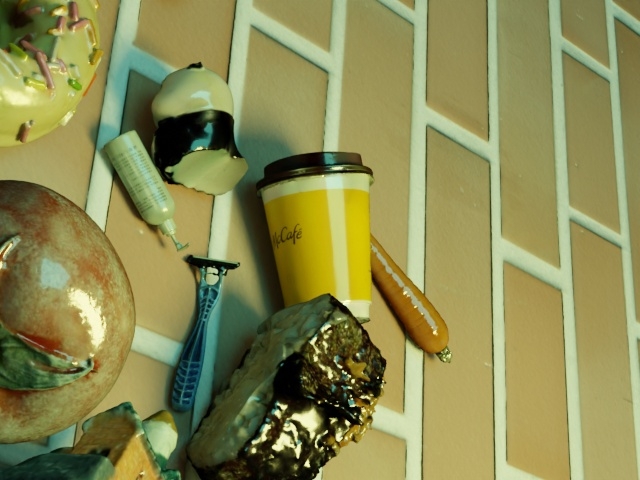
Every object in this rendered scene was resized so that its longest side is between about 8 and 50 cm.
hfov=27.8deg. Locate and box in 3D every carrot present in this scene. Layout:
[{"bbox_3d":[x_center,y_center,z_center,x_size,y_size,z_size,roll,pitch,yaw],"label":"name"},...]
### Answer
[{"bbox_3d":[0.133,0.078,2.258,0.336,0.069,0.069,55,42,-6],"label":"carrot"}]

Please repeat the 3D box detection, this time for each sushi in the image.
[{"bbox_3d":[-0.031,0.246,1.871,0.207,0.234,0.348,48,60,-19],"label":"sushi"}]

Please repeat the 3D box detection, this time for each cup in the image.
[{"bbox_3d":[0.000,0.000,2.080,0.196,0.196,0.280,4,77,-44],"label":"cup"}]

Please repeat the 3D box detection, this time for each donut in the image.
[{"bbox_3d":[-0.450,-0.283,1.778,0.371,0.150,0.307,-38,99,-49],"label":"donut"}]

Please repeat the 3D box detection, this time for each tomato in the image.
[{"bbox_3d":[-0.379,0.088,1.543,0.317,0.316,0.282,51,14,-14],"label":"tomato"}]

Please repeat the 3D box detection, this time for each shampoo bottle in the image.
[{"bbox_3d":[-0.257,-0.069,1.940,0.056,0.056,0.195,-31,94,-48],"label":"shampoo bottle"}]

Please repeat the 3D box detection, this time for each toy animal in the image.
[{"bbox_3d":[-0.196,-0.175,2.002,0.166,0.138,0.179,71,8,-71],"label":"toy animal"}]

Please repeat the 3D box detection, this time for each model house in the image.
[{"bbox_3d":[-0.270,0.315,1.613,0.291,0.184,0.253,-57,140,-51],"label":"model house"}]

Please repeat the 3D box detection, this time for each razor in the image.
[{"bbox_3d":[-0.181,0.138,1.924,0.082,0.042,0.253,7,57,4],"label":"razor"}]
